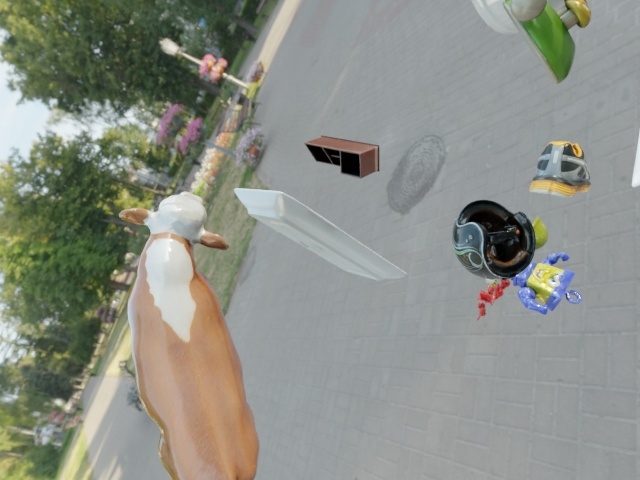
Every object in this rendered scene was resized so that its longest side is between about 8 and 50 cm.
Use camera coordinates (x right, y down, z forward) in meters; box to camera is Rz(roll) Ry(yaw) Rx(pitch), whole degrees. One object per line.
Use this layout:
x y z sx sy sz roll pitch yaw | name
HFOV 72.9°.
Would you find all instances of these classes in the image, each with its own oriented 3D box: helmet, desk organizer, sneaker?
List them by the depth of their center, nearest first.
0.408 -0.123 0.723 0.084 0.215 0.083 12 108 30 | sneaker
0.035 -0.145 0.746 0.130 0.050 0.047 21 126 38 | desk organizer
0.371 -0.002 0.955 0.169 0.169 0.161 -64 14 7 | helmet

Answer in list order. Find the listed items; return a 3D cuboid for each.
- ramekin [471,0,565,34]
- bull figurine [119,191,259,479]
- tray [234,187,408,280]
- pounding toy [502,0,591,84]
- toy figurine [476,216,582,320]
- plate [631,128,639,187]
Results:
0.436 -0.592 0.910 0.127 0.273 0.273 7 74 59 | ramekin
-0.140 0.108 0.449 0.188 0.101 0.310 131 127 -60 | bull figurine
0.000 0.000 0.659 0.145 0.270 0.030 14 75 54 | tray
0.407 -0.400 0.760 0.110 0.237 0.183 -34 46 31 | pounding toy
0.618 0.114 1.213 0.217 0.191 0.362 27 53 33 | toy figurine
0.902 -0.286 1.048 0.278 0.045 0.277 122 172 -70 | plate
